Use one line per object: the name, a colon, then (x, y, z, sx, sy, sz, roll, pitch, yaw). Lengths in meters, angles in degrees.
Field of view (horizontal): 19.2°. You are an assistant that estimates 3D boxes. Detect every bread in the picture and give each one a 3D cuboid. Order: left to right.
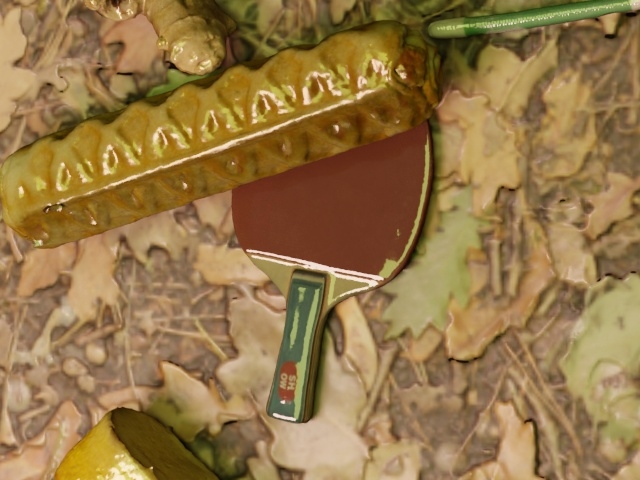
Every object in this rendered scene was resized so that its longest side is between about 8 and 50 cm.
bread: (-0.094, 0.233, 1.391, 0.245, 0.102, 0.094, 44, 100, 12)
bread: (-0.080, -0.076, 1.388, 0.367, 0.077, 0.084, -17, 85, 23)

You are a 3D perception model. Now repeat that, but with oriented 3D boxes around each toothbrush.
toothbrush: (0.200, -0.165, 1.337, 0.257, 0.018, 0.024, -6, 94, 18)

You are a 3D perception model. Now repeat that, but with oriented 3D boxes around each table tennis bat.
table tennis bat: (0.000, 0.000, 1.402, 0.154, 0.021, 0.274, 11, 92, 20)

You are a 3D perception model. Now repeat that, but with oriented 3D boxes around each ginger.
ginger: (-0.171, -0.222, 1.434, 0.288, 0.075, 0.089, 43, 61, 16)
